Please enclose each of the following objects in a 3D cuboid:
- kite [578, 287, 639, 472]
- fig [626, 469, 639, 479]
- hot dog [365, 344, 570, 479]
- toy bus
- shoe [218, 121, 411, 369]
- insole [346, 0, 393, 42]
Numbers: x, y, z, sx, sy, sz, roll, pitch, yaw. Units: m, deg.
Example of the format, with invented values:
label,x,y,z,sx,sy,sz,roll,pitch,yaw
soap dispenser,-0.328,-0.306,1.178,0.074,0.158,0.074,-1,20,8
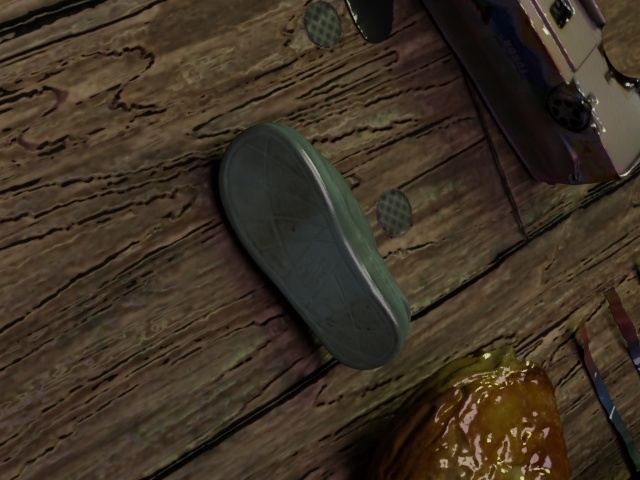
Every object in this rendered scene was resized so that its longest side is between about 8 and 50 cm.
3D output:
label,x,y,z,sx,sy,sz,roll,pitch,yaw
kite,0.331,0.190,1.341,0.204,0.022,0.360,-35,106,-33
fig,0.322,0.278,1.193,0.235,0.235,0.214,-53,127,-30
hot dog,0.116,0.210,1.109,0.175,0.114,0.259,-4,85,-34
toy bus,0.159,-0.169,1.186,0.090,0.112,0.274,-47,113,-32
shoe,0.000,0.000,1.076,0.195,0.079,0.078,58,19,-9
insole,0.028,-0.227,1.158,0.053,0.002,0.152,-22,99,-38
